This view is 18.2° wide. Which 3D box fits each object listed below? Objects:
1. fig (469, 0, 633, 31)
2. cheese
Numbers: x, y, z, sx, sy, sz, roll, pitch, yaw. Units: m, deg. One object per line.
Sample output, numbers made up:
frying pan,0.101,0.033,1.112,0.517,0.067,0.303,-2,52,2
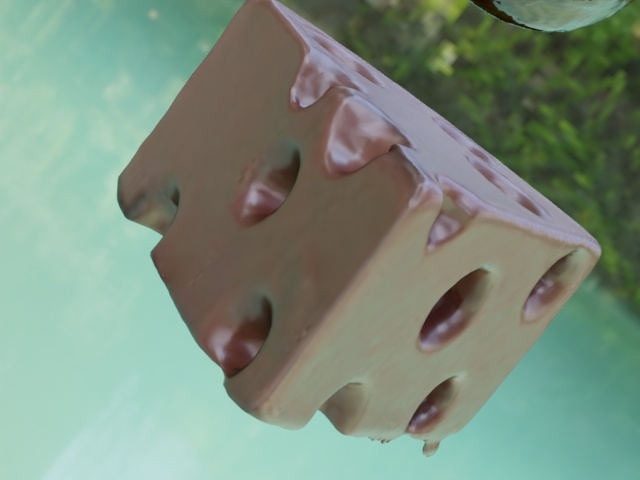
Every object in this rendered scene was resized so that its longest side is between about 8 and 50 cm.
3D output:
fig,0.073,-0.143,0.627,0.103,0.109,0.155,58,16,-52
cheese,-0.007,-0.011,0.867,0.177,0.128,0.203,42,13,26
